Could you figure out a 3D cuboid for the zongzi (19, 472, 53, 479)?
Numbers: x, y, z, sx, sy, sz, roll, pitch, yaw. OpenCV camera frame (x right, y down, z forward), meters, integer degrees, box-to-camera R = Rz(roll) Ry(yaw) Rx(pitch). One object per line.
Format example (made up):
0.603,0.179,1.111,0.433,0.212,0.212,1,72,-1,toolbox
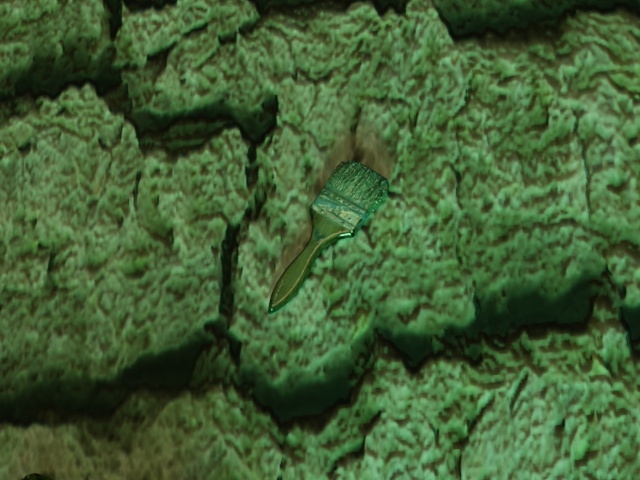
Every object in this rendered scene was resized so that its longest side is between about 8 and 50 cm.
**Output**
-0.318,0.307,1.215,0.113,0.052,0.104,-29,57,14,zongzi

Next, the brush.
0.000,0.000,1.280,0.070,0.021,0.196,31,80,21,brush
